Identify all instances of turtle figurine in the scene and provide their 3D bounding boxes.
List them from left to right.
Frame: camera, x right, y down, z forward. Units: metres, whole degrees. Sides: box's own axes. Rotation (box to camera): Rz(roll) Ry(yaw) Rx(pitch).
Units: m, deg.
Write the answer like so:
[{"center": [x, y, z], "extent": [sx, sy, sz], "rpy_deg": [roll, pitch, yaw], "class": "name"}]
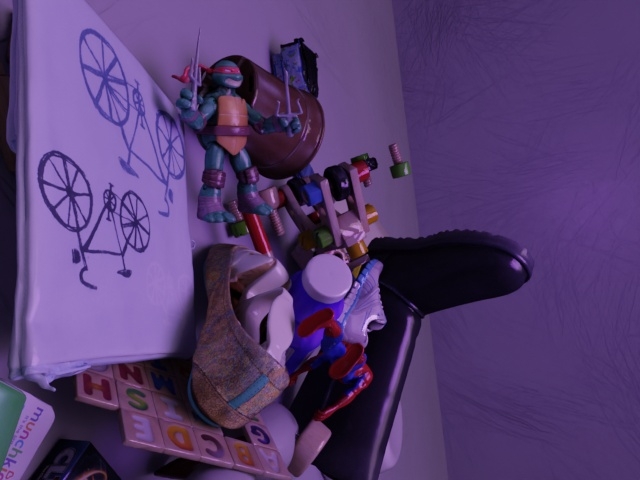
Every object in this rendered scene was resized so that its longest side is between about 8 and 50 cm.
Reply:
[{"center": [-0.114, -0.147, 0.643], "extent": [0.175, 0.118, 0.235], "rpy_deg": [-9, 110, -32], "class": "turtle figurine"}]

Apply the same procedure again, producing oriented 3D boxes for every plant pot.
[{"center": [-0.104, -0.201, 0.787], "extent": [0.165, 0.166, 0.167], "rpy_deg": [19, 66, -58], "class": "plant pot"}]

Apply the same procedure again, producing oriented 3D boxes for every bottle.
[{"center": [-0.031, 0.120, 0.755], "extent": [0.283, 0.092, 0.118], "rpy_deg": [119, -5, -53], "class": "bottle"}]

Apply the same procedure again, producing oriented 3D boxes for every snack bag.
[{"center": [-0.197, -0.040, 0.489], "extent": [0.323, 0.037, 0.343], "rpy_deg": [65, 17, -78], "class": "snack bag"}]

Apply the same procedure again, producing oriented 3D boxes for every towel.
[{"center": [-0.037, -0.151, 1.103], "extent": [0.067, 0.029, 0.120], "rpy_deg": [-74, 148, -45], "class": "towel"}]

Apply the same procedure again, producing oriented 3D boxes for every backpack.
[{"center": [-0.051, -0.356, 1.051], "extent": [0.105, 0.084, 0.115], "rpy_deg": [8, 71, -68], "class": "backpack"}]

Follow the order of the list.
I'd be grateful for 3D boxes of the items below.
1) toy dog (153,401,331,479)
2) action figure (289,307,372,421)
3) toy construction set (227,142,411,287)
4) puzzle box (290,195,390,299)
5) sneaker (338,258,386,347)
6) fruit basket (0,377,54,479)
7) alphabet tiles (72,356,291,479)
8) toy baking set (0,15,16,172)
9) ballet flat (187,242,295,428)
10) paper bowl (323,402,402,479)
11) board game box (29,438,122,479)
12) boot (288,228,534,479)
[{"center": [-0.113, 0.293, 0.617], "extent": [0.161, 0.220, 0.333], "rpy_deg": [-56, 150, 3], "class": "toy dog"}, {"center": [0.000, 0.185, 0.664], "extent": [0.091, 0.139, 0.280], "rpy_deg": [50, -5, 23], "class": "action figure"}, {"center": [0.000, 0.000, 0.861], "extent": [0.308, 0.257, 0.238], "rpy_deg": [-27, 102, -45], "class": "toy construction set"}, {"center": [0.085, 0.035, 1.199], "extent": [0.272, 0.052, 0.409], "rpy_deg": [54, 28, -11], "class": "puzzle box"}, {"center": [0.081, 0.112, 0.842], "extent": [0.191, 0.082, 0.071], "rpy_deg": [-56, 171, -41], "class": "sneaker"}, {"center": [-0.319, 0.168, 0.175], "extent": [0.353, 0.165, 0.327], "rpy_deg": [-64, 144, -29], "class": "fruit basket"}, {"center": [-0.153, 0.161, 0.525], "extent": [0.237, 0.009, 0.198], "rpy_deg": [35, 5, -36], "class": "alphabet tiles"}, {"center": [-0.256, -0.109, 0.525], "extent": [0.196, 0.030, 0.257], "rpy_deg": [-31, 113, -67], "class": "toy baking set"}, {"center": [-0.088, 0.082, 0.625], "extent": [0.349, 0.123, 0.123], "rpy_deg": [-104, 176, -64], "class": "ballet flat"}, {"center": [0.104, 0.423, 1.140], "extent": [0.284, 0.147, 0.285], "rpy_deg": [-7, 90, -70], "class": "paper bowl"}, {"center": [-0.222, 0.337, 0.464], "extent": [0.165, 0.042, 0.244], "rpy_deg": [-66, 144, -52], "class": "board game box"}, {"center": [0.137, 0.204, 0.843], "extent": [0.146, 0.366, 0.446], "rpy_deg": [42, 64, -26], "class": "boot"}]
